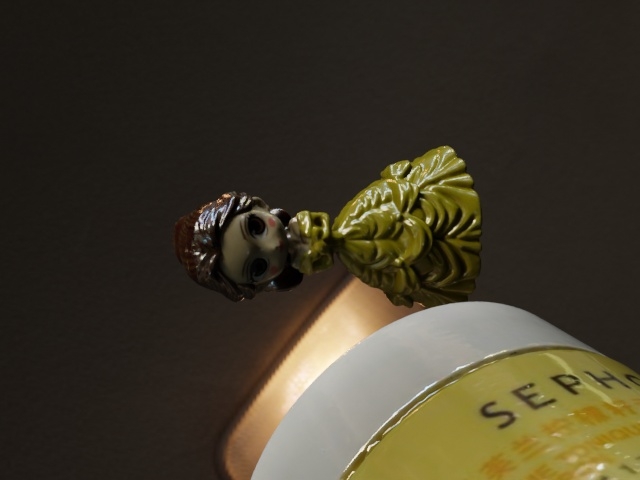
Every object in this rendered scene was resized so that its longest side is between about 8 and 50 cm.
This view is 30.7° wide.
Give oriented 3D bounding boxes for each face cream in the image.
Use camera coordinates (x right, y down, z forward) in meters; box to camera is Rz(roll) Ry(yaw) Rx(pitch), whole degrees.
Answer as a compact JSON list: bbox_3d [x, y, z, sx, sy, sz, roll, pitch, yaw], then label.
[{"bbox_3d":[0.097,0.159,0.518,0.218,0.179,0.218,-11,-66,-26],"label":"face cream"}]

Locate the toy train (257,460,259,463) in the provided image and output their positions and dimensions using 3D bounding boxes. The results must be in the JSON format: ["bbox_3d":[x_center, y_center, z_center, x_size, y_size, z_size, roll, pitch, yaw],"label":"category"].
[{"bbox_3d":[0.024,0.231,1.057,0.225,0.137,0.090,-22,-53,-67],"label":"toy train"}]

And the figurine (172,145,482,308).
[{"bbox_3d":[0.002,0.001,1.277,0.315,0.168,0.187,-5,-57,-24],"label":"figurine"}]
